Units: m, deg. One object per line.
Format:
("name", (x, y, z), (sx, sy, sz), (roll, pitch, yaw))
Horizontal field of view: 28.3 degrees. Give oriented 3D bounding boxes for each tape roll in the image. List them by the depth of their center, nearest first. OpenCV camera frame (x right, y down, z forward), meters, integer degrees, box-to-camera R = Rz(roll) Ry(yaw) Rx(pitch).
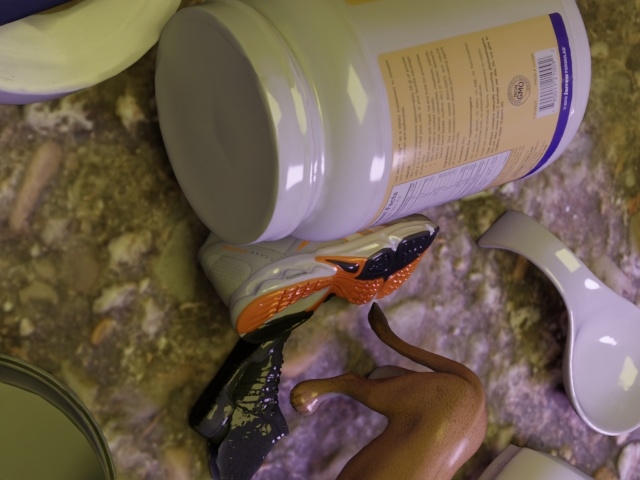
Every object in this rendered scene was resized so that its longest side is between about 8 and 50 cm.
("tape roll", (-0.258, -0.261, 1.083), (0.286, 0.100, 0.286), (0, 91, -24))

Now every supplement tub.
("supplement tub", (0.046, -0.136, 1.130), (0.331, 0.241, 0.241), (-18, 98, -30))

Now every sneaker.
("sneaker", (-0.060, 0.155, 1.205), (0.089, 0.051, 0.170), (42, 77, -22))
("sneaker", (0.000, 0.000, 1.208), (0.262, 0.099, 0.121), (-16, 57, -41))

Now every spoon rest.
("spoon rest", (0.277, 0.089, 1.340), (0.137, 0.084, 0.276), (-45, 106, -18))

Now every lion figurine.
("lion figurine", (0.061, 0.221, 1.111), (0.142, 0.240, 0.392), (40, 60, -36))

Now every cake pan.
("cake pan", (-0.309, 0.241, 1.087), (0.293, 0.054, 0.293), (0, 90, -24))

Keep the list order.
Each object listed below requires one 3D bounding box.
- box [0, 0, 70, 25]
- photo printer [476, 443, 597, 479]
("box", (-0.413, -0.341, 0.829), (0.479, 0.297, 0.472), (-23, 94, -10))
("photo printer", (0.250, 0.374, 1.315), (0.307, 0.107, 0.256), (33, 77, -21))
